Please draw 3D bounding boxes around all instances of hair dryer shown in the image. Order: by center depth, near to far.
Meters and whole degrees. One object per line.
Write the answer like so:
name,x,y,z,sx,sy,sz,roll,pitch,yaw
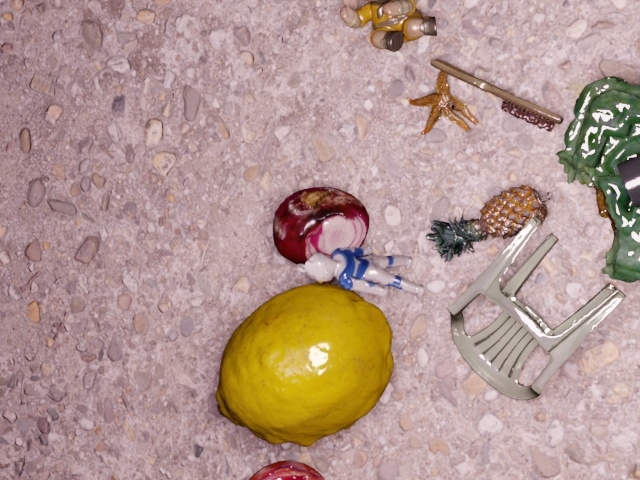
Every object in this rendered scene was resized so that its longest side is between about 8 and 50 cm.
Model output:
hair dryer,0.532,-0.036,1.504,0.124,0.071,0.219,-22,93,21

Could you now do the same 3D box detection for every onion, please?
onion,-0.005,-0.011,1.862,0.173,0.198,0.135,-13,46,-16

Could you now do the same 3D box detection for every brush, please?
brush,0.297,-0.249,1.763,0.248,0.043,0.036,28,99,14

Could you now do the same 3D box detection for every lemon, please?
lemon,-0.030,0.218,1.796,0.316,0.285,0.285,-21,83,-13

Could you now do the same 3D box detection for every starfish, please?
starfish,0.211,-0.252,1.807,0.133,0.041,0.130,3,91,21

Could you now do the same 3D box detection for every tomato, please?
tomato,-0.068,0.482,1.918,0.173,0.099,0.189,-46,115,2

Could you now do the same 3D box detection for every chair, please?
chair,0.343,0.130,1.706,0.274,0.190,0.203,-47,74,8

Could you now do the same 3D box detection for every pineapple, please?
pineapple,0.289,-0.033,1.751,0.221,0.103,0.083,-24,83,20

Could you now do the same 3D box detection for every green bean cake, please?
green bean cake,0.521,-0.082,1.622,0.300,0.169,0.307,18,100,20

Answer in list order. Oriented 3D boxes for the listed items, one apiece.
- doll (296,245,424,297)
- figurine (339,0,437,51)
doll,0.063,0.051,1.787,0.114,0.227,0.057,-104,31,-43
figurine,0.104,-0.459,1.783,0.192,0.167,0.256,-9,111,18
